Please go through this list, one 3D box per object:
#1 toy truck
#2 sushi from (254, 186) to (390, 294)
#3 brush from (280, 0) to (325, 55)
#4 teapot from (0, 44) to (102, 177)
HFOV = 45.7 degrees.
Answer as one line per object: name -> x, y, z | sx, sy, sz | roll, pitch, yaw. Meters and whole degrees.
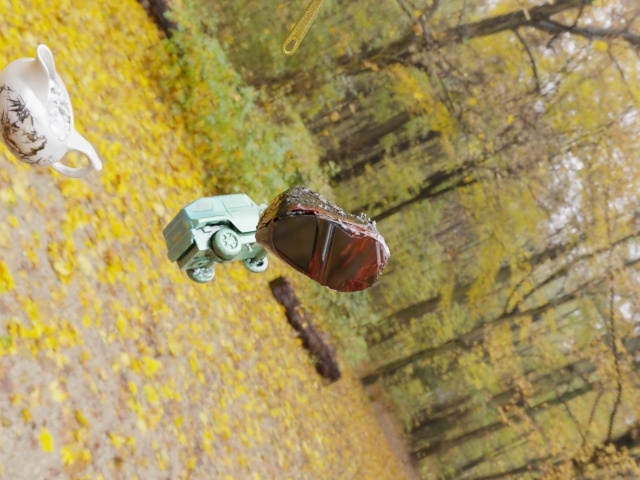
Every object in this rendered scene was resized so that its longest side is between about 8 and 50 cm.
toy truck -> -0.197, -0.011, 1.678 | 0.279, 0.155, 0.156 | -11, 69, -42
sushi -> 0.000, 0.000, 1.299 | 0.225, 0.136, 0.126 | 22, 11, -17
brush -> -0.001, -0.377, 1.194 | 0.083, 0.205, 0.011 | 14, 29, -50
teapot -> -0.545, -0.241, 1.508 | 0.299, 0.166, 0.208 | 65, 7, -47
